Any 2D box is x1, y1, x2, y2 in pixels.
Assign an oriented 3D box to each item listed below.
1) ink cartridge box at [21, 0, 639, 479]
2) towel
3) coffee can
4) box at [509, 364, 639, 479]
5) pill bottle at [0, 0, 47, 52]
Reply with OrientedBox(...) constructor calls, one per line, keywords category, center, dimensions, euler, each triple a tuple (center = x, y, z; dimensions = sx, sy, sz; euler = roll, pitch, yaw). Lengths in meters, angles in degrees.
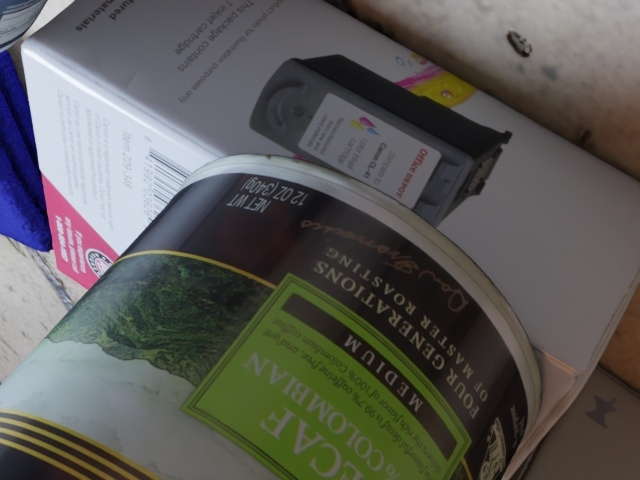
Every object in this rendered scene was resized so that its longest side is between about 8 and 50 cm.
OrientedBox(category="ink cartridge box", center=(0.000, 0.000, 0.597), dimensions=(0.306, 0.131, 0.226), euler=(31, 148, 10))
OrientedBox(category="towel", center=(-0.345, -0.118, 0.872), dimensions=(0.308, 0.076, 0.227), euler=(24, 153, 23))
OrientedBox(category="coffee can", center=(-0.059, 0.127, 0.432), dimensions=(0.201, 0.275, 0.201), euler=(25, 145, 19))
OrientedBox(category="box", center=(0.159, 0.205, 0.704), dimensions=(0.148, 0.127, 0.232), euler=(36, 150, 6))
OrientedBox(category="pill bottle", center=(-0.166, -0.140, 0.472), dimensions=(0.108, 0.108, 0.180), euler=(45, 146, -10))
